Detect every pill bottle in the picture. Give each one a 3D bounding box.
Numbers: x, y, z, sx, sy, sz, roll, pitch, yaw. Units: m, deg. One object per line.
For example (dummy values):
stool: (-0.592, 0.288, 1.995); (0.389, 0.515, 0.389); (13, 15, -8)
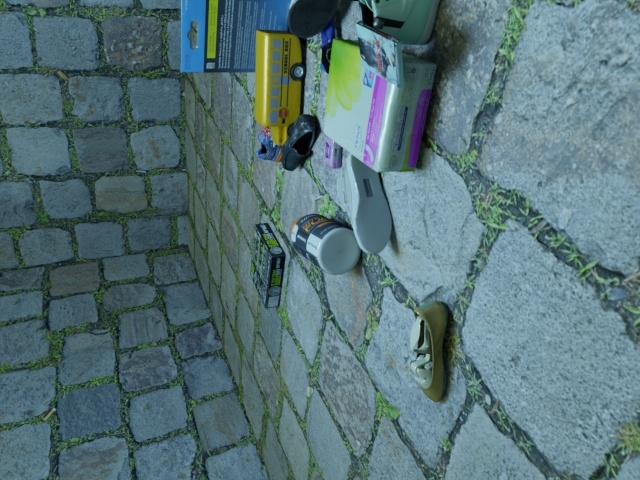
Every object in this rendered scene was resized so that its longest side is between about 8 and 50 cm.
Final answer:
pill bottle: (0.000, 0.000, 1.396); (0.245, 0.130, 0.131); (-150, 55, -61)

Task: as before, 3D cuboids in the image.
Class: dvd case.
dvd case: (0.107, -0.335, 0.907); (0.119, 0.013, 0.087); (46, 161, 38)

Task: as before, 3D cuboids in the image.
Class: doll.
doll: (0.027, -0.486, 1.283); (0.129, 0.046, 0.189); (176, 87, -68)

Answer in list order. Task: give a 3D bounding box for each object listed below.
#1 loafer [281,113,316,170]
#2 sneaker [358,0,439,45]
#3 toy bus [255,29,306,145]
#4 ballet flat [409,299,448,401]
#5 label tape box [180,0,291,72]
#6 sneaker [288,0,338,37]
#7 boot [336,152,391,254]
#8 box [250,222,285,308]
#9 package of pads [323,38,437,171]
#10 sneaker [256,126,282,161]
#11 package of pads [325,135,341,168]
loafer: (-0.067, -0.281, 1.525); (0.223, 0.076, 0.078); (121, 143, -50)
sneaker: (0.144, -0.477, 0.885); (0.094, 0.151, 0.256); (-128, 37, -49)
toy bus: (-0.126, -0.457, 1.536); (0.108, 0.130, 0.333); (-133, 41, -53)
ballet flat: (0.216, 0.235, 1.050); (0.080, 0.073, 0.232); (-151, 56, -62)
label tape box: (-0.270, -0.647, 1.546); (0.241, 0.333, 0.106); (106, 147, -43)
sneaker: (-0.011, -0.646, 1.189); (0.295, 0.123, 0.179); (125, 148, -56)
boot: (0.099, -0.082, 1.216); (0.123, 0.095, 0.258); (134, 133, -68)
box: (-0.214, 0.100, 2.007); (0.216, 0.060, 0.270); (-124, 35, -46)
package of pads: (0.113, -0.290, 1.083); (0.296, 0.101, 0.229); (-130, 40, -51)
sneaker: (-0.168, -0.358, 1.718); (0.083, 0.087, 0.221); (-122, 33, -41)
package of pads: (0.034, -0.239, 1.362); (0.050, 0.032, 0.083); (39, 132, 56)
